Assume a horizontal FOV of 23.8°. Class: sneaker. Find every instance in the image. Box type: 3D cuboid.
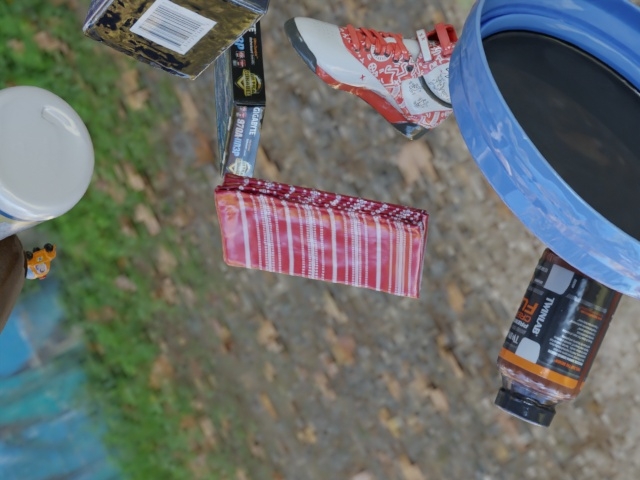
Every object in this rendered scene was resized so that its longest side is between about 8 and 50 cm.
[{"bbox_3d":[0.089,-0.241,1.922,0.270,0.145,0.090,32,-148,-37],"label":"sneaker"}]

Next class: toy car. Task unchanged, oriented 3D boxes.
[{"bbox_3d":[-0.384,0.039,1.904,0.122,0.060,0.040,-18,95,30],"label":"toy car"}]

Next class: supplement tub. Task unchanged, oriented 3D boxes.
[{"bbox_3d":[-0.351,-0.076,1.635,0.200,0.144,0.144,-16,101,49],"label":"supplement tub"},{"bbox_3d":[0.271,0.114,1.757,0.106,0.198,0.106,23,-178,-1],"label":"supplement tub"}]

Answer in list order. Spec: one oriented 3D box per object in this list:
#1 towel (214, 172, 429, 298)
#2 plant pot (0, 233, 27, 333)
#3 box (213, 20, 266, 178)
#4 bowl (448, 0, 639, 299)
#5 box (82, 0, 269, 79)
[{"bbox_3d":[0.000,0.000,1.980,0.199,0.275,0.031,90,-168,-57],"label":"towel"},{"bbox_3d":[-0.462,0.098,1.735,0.230,0.215,0.215,-87,-11,-46],"label":"plant pot"},{"bbox_3d":[-0.119,-0.227,2.210,0.175,0.051,0.220,105,163,-53],"label":"box"},{"bbox_3d":[0.293,-0.104,1.513,0.077,0.391,0.391,-48,66,38],"label":"bowl"},{"bbox_3d":[-0.096,-0.261,1.235,0.153,0.108,0.207,-32,41,58],"label":"box"}]
